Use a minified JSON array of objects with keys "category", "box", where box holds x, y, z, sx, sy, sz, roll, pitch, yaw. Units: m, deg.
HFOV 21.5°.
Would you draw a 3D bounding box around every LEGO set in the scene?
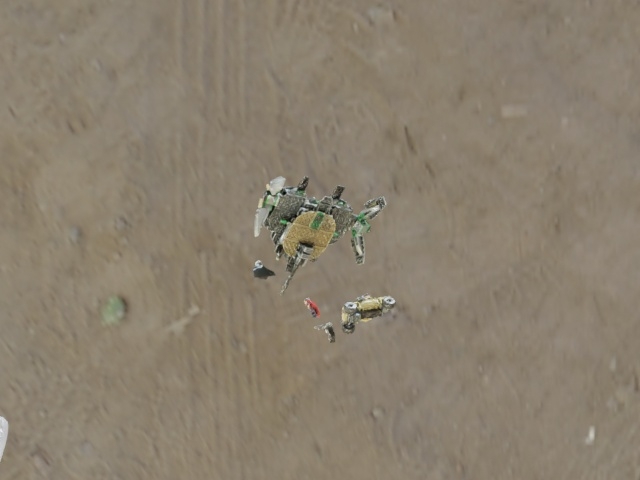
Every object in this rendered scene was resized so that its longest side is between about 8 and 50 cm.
[{"category":"LEGO set","box":[-0.002,0.002,0.635,0.054,0.083,0.023,-15,40,-10]}]

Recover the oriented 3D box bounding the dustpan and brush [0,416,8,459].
[{"category":"dustpan and brush","box":[-0.229,0.202,0.989,0.147,0.060,0.211,22,108,-13]}]
